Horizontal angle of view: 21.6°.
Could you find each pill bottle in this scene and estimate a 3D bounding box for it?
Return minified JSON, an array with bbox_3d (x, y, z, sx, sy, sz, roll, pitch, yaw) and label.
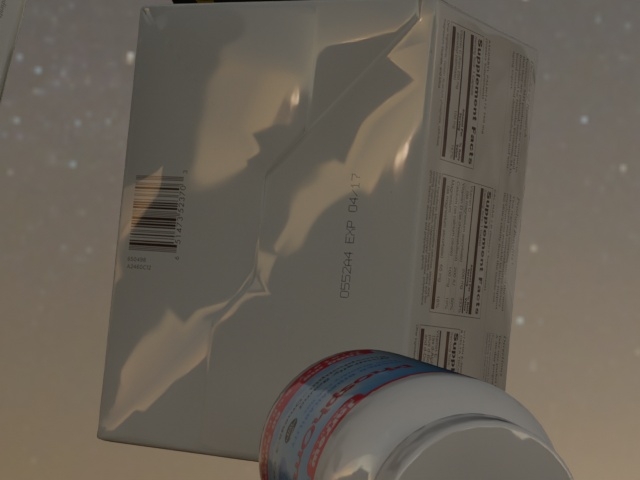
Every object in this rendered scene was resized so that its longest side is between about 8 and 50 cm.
[{"bbox_3d":[0.033,0.086,0.588,0.087,0.087,0.160,7,-1,-12],"label":"pill bottle"}]

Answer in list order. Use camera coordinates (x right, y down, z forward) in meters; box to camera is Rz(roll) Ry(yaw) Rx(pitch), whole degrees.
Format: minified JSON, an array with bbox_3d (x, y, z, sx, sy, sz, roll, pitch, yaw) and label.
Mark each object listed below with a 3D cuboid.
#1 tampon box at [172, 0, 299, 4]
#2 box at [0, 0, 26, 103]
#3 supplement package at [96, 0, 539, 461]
[{"bbox_3d":[-0.083,-0.255,1.285,0.101,0.161,0.120,-19,-24,4],"label":"tampon box"},{"bbox_3d":[-0.238,-0.108,0.992,0.087,0.102,0.101,21,-22,-26],"label":"box"},{"bbox_3d":[0.000,0.000,1.000,0.204,0.262,0.145,4,-4,30],"label":"supplement package"}]
